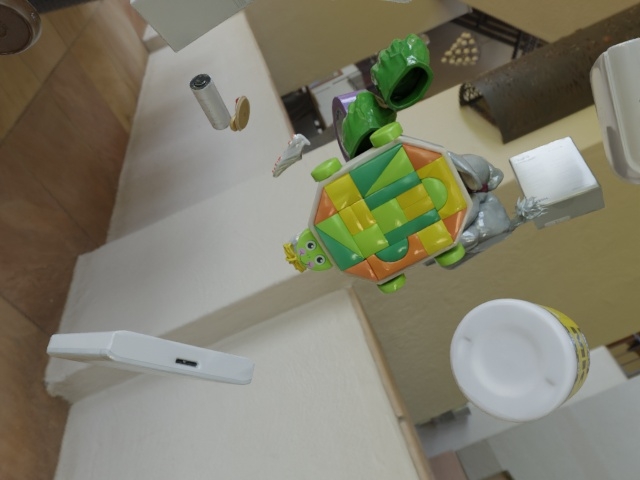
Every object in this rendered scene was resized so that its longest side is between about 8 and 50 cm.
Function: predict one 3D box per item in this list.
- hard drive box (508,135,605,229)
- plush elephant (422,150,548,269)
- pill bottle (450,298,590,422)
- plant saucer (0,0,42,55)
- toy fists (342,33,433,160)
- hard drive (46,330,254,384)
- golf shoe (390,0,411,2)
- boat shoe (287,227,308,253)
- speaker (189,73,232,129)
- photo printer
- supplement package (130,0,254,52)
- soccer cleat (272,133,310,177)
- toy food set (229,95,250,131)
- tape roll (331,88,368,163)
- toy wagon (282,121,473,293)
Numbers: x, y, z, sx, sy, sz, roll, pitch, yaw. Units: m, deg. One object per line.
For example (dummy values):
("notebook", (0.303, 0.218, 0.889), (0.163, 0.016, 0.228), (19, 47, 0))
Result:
("hard drive box", (0.662, -0.167, 1.366), (0.089, 0.180, 0.232), (52, 28, -39))
("plush elephant", (0.360, -0.102, 1.227), (0.271, 0.329, 0.256), (5, 57, -53))
("pill bottle", (0.236, 0.131, 0.547), (0.208, 0.119, 0.119), (15, 47, -55))
("plant saucer", (-0.651, -0.429, 0.960), (0.168, 0.168, 0.029), (59, 10, -68))
("toy fists", (0.133, -0.290, 1.004), (0.279, 0.096, 0.142), (-57, -146, 39))
("hard drive", (-0.309, 0.204, 0.838), (0.232, 0.352, 0.047), (24, 66, -36))
("golf shoe", (0.063, -0.572, 1.056), (0.306, 0.140, 0.115), (26, -11, 10))
("boat shoe", (0.001, 0.001, 1.463), (0.081, 0.227, 0.079), (-90, 160, -68))
("speaker", (-0.260, -0.328, 1.146), (0.136, 0.055, 0.055), (66, 2, -58))
("photo printer", (0.722, -0.282, 1.124), (0.256, 0.107, 0.308), (-17, 94, -66))
("supplement package", (-0.330, -0.678, 1.266), (0.175, 0.292, 0.178), (43, 25, -52))
("soccer cleat", (-0.113, -0.304, 1.790), (0.076, 0.196, 0.068), (32, 24, -9))
("toy food set", (-0.185, -0.294, 1.117), (0.082, 0.020, 0.084), (-50, 151, -69))
("tape roll", (0.095, -0.286, 1.240), (0.189, 0.080, 0.189), (164, -90, -82))
("toy wagon", (0.087, -0.029, 0.855), (0.267, 0.344, 0.068), (58, 12, -16))
